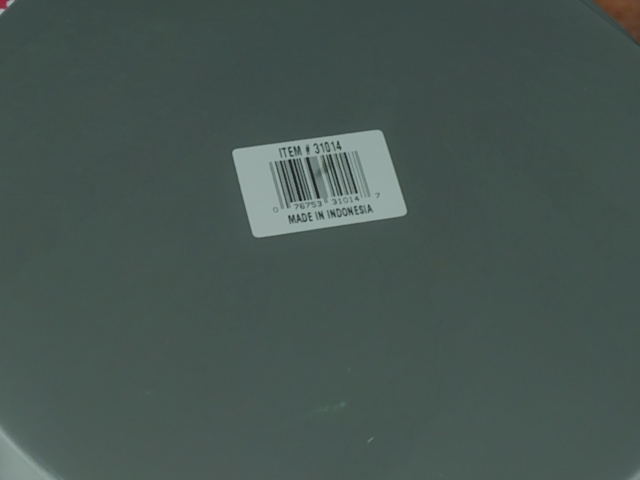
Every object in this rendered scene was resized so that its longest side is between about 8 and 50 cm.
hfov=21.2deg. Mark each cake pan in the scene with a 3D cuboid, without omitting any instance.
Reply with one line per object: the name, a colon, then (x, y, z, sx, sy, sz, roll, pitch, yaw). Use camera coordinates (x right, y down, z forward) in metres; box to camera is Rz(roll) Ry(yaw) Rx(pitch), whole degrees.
cake pan: (0.000, 0.000, 0.546, 0.293, 0.054, 0.293, 3, 56, -4)

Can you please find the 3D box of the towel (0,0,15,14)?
towel: (-0.212, -0.097, 0.655, 0.199, 0.031, 0.275, -41, 73, -9)
